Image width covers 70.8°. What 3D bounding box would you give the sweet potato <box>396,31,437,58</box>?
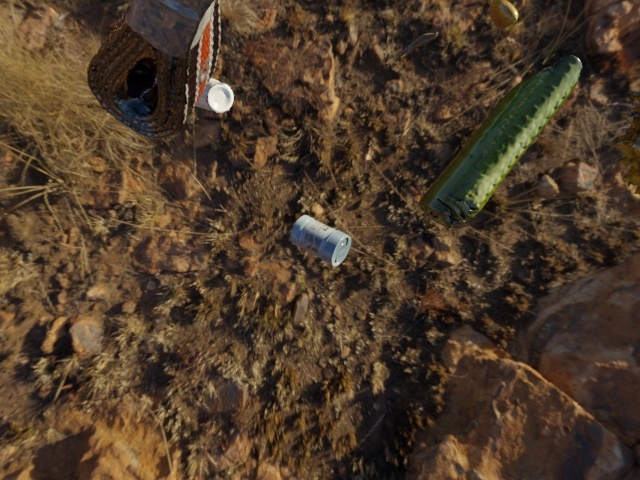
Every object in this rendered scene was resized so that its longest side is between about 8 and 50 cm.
[{"bbox_3d":[0.245,-0.502,1.153,0.115,0.026,0.026,-26,90,24],"label":"sweet potato"}]

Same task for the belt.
[{"bbox_3d":[-0.100,-0.189,0.319,0.126,0.360,0.094,18,68,-20],"label":"belt"}]

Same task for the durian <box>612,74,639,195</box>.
[{"bbox_3d":[0.354,-0.133,0.373,0.138,0.183,0.249,27,77,-2],"label":"durian"}]

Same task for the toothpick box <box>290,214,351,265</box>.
[{"bbox_3d":[0.000,0.000,1.330,0.153,0.101,0.101,26,84,25],"label":"toothpick box"}]

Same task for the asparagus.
[{"bbox_3d":[0.350,-0.186,0.891,0.108,0.128,0.381,40,103,14],"label":"asparagus"}]

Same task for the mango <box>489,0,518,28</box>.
[{"bbox_3d":[0.537,-0.665,1.322,0.061,0.114,0.080,-31,130,18],"label":"mango"}]

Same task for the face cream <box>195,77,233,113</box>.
[{"bbox_3d":[-0.253,-0.317,0.947,0.058,0.244,0.092,24,96,-41],"label":"face cream"}]
